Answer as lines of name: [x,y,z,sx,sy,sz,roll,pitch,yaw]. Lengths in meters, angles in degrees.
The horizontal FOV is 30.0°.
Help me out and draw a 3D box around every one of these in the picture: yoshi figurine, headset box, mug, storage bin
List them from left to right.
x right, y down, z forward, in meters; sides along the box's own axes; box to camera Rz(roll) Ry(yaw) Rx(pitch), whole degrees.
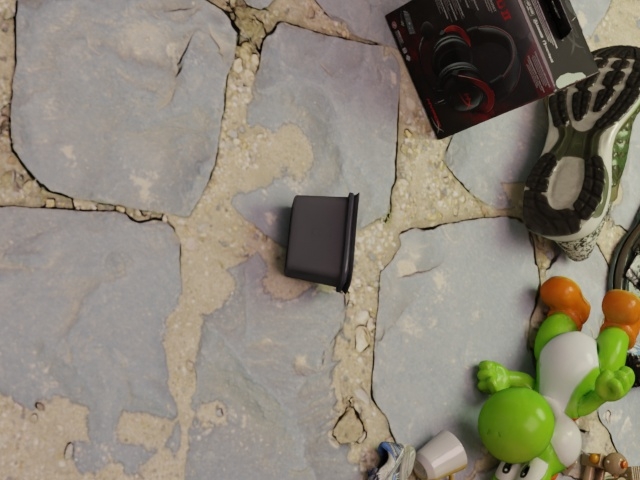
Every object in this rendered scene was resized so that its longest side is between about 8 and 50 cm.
storage bin: [0.000,0.000,1.654,0.091,0.098,0.135,8,73,-4]
mug: [0.169,0.320,1.703,0.064,0.062,0.078,-26,87,-28]
headset box: [0.259,-0.299,1.769,0.110,0.293,0.218,-26,94,-36]
yoshi figurine: [0.345,0.212,1.780,0.203,0.203,0.362,33,64,-6]

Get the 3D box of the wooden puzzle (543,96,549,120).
wooden puzzle: [0.414,-0.218,2.026,0.078,0.014,0.116,-22,92,-35]

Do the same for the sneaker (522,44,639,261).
sneaker: [0.449,-0.143,1.978,0.410,0.158,0.182,-63,148,-22]

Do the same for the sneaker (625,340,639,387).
sneaker: [0.541,0.195,1.980,0.237,0.085,0.086,10,45,-28]

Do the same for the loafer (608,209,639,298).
loafer: [0.569,0.015,2.030,0.096,0.084,0.267,40,60,-20]

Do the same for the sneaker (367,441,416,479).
sneaker: [0.088,0.341,1.654,0.058,0.052,0.135,22,59,-17]

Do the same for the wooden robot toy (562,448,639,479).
wooden robot toy: [0.456,0.364,1.873,0.173,0.079,0.076,22,67,-28]
